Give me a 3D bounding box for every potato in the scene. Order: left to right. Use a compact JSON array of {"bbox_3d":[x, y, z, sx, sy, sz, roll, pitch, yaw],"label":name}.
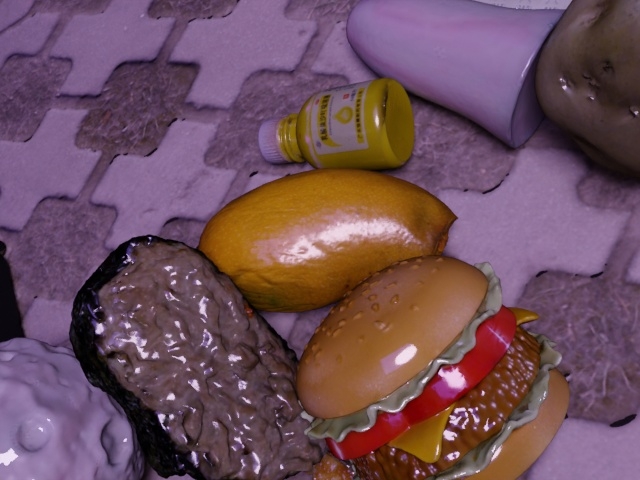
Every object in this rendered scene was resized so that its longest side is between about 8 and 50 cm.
[{"bbox_3d":[0.408,-0.183,0.604,0.327,0.221,0.243,0,98,-20],"label":"potato"}]

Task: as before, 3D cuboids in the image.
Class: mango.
[{"bbox_3d":[0.001,-0.004,0.752,0.360,0.144,0.186,-14,78,9],"label":"mango"}]

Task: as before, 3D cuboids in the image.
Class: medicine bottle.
[{"bbox_3d":[0.015,-0.153,0.793,0.213,0.122,0.121,-2,76,30],"label":"medicine bottle"}]

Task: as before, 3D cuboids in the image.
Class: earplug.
[{"bbox_3d":[0.163,-0.260,0.762,0.301,0.172,0.172,30,87,29],"label":"earplug"}]

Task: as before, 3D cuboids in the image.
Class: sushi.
[{"bbox_3d":[-0.148,0.157,0.677,0.211,0.171,0.350,-41,95,-32],"label":"sushi"}]

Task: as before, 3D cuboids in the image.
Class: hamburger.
[{"bbox_3d":[0.100,0.136,0.606,0.274,0.274,0.212,-38,92,6],"label":"hamburger"}]

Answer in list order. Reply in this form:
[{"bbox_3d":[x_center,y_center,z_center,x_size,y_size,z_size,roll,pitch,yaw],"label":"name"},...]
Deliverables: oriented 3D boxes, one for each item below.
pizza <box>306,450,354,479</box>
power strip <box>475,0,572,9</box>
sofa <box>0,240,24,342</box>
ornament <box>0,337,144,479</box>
[{"bbox_3d":[0.052,0.342,0.698,0.201,0.053,0.193,-27,71,13],"label":"pizza"},{"bbox_3d":[0.270,-0.325,0.802,0.253,0.027,0.060,13,81,20],"label":"power strip"},{"bbox_3d":[-0.635,0.119,0.905,0.182,0.200,0.258,-31,70,20],"label":"sofa"},{"bbox_3d":[-0.393,0.287,0.713,0.337,0.337,0.336,-4,76,17],"label":"ornament"}]
